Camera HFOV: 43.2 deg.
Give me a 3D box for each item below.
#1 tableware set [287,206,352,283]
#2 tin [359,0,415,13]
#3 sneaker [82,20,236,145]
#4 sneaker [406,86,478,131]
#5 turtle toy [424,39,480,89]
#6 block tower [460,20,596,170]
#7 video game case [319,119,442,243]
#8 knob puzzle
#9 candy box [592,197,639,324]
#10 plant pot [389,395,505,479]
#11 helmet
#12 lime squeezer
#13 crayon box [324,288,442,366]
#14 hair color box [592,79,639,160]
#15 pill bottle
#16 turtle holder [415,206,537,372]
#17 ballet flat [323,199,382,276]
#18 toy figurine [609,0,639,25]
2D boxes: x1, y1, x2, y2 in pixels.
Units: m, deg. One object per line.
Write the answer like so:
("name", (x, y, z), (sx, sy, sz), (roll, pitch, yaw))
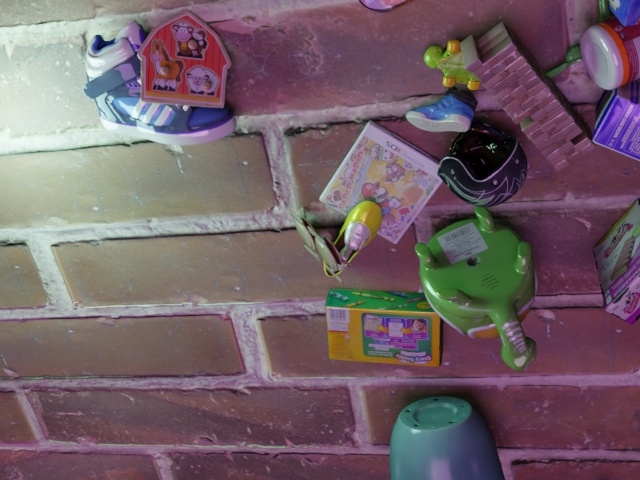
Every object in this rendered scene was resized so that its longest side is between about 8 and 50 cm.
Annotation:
("tableware set", (0.000, 0.000, 1.819), (0.039, 0.194, 0.128), (-32, 127, -12))
("tin", (0.156, -0.506, 1.539), (0.189, 0.040, 0.106), (-17, 120, 21))
("sneaker", (-0.342, -0.337, 1.695), (0.322, 0.130, 0.236), (8, 127, 14))
("sneaker", (0.252, -0.271, 1.657), (0.152, 0.085, 0.058), (11, 160, 44))
("turtle toy", (0.268, -0.354, 1.590), (0.130, 0.066, 0.095), (9, 122, 8))
("block tower", (0.406, -0.271, 1.550), (0.097, 0.091, 0.335), (-35, 124, 28))
("video game case", (0.139, -0.124, 1.786), (0.206, 0.026, 0.227), (30, 123, -7))
("knob puzzle", (-0.276, -0.375, 1.655), (0.213, 0.030, 0.213), (1, 88, -16))
("candy box", (0.644, 0.038, 1.652), (0.071, 0.233, 0.159), (29, 122, -6))
("plant pot", (0.305, 0.532, 2.017), (0.293, 0.293, 0.235), (-7, 103, 16))
("helmet", (0.336, -0.147, 1.645), (0.161, 0.169, 0.169), (31, 124, 12))
("lime squeezer", (0.487, -0.382, 1.531), (0.110, 0.059, 0.310), (26, 124, -5))
("crayon box", (0.156, 0.211, 1.958), (0.278, 0.081, 0.165), (2, 122, 11))
("hair color box", (0.689, -0.194, 1.500), (0.338, 0.185, 0.110), (25, 125, 6))
("pill bottle", (0.591, -0.364, 1.444), (0.221, 0.121, 0.121), (-24, 116, -3))
("turtle holder", (0.366, 0.105, 1.728), (0.320, 0.243, 0.227), (29, 157, 38))
("ballet flat", (0.069, 0.006, 1.829), (0.077, 0.077, 0.231), (29, 134, -8))
("toy figurine", (0.502, -0.453, 1.259), (0.191, 0.217, 0.362), (-23, 159, 1))
